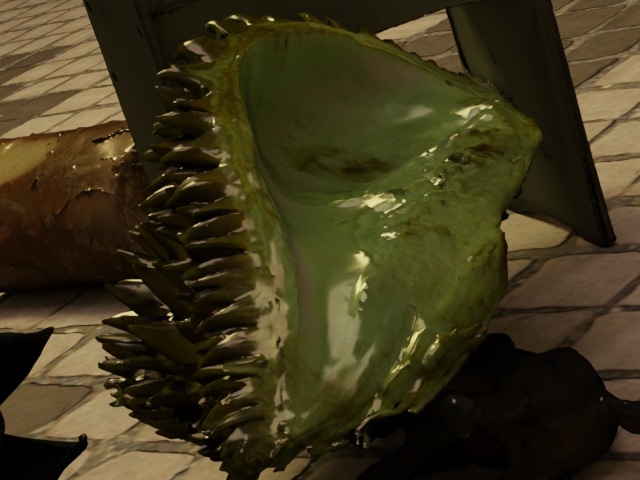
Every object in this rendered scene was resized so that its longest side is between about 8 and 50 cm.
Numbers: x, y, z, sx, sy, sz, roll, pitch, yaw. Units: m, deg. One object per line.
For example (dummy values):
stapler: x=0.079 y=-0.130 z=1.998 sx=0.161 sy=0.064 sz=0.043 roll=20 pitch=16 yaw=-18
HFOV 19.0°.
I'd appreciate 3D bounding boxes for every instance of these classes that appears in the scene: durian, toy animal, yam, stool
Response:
durian: x=-0.003 y=0.010 z=0.952 sx=0.198 sy=0.163 sz=0.394 roll=16 pitch=27 yaw=0
toy animal: x=0.071 y=0.078 z=0.923 sx=0.148 sy=0.084 sz=0.233 roll=-29 pitch=16 yaw=-34
yam: x=-0.176 y=-0.024 z=1.454 sx=0.238 sy=0.129 sz=0.128 roll=-3 pitch=-12 yaw=42
stool: x=0.013 y=-0.089 z=1.194 sx=0.244 sy=0.269 sz=0.170 roll=-23 pitch=18 yaw=-12

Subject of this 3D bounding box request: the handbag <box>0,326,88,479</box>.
handbag: x=-0.280 y=0.145 z=0.932 sx=0.326 sy=0.118 sz=0.269 roll=-21 pitch=-1 yaw=6
